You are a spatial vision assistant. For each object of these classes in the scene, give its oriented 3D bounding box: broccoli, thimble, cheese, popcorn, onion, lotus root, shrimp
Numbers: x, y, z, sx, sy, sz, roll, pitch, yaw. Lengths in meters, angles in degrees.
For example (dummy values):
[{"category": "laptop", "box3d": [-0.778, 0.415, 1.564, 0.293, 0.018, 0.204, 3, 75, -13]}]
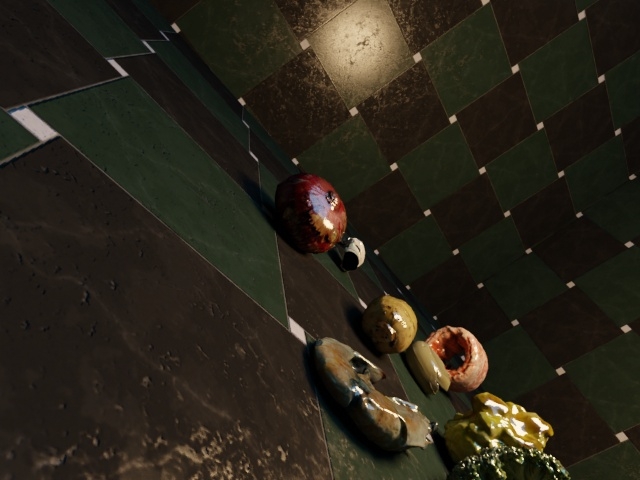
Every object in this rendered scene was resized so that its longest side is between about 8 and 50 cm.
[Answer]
[{"category": "broccoli", "box3d": [0.365, 0.544, 0.732, 0.361, 0.222, 0.251, -65, 141, -74]}, {"category": "thimble", "box3d": [0.523, 0.462, 1.600, 0.162, 0.239, 0.239, 43, 12, -38]}, {"category": "cheese", "box3d": [0.354, 0.424, 1.350, 0.175, 0.091, 0.202, 51, 11, -6]}, {"category": "popcorn", "box3d": [0.443, 0.499, 1.013, 0.236, 0.252, 0.206, 53, 3, -10]}, {"category": "onion", "box3d": [-0.025, -0.081, 1.185, 0.246, 0.190, 0.246, 44, 30, -34]}, {"category": "lotus root", "box3d": [0.201, 0.238, 1.189, 0.284, 0.146, 0.159, -6, 77, -71]}, {"category": "shrimp", "box3d": [0.109, 0.293, 0.776, 0.360, 0.085, 0.247, 41, 7, -33]}]

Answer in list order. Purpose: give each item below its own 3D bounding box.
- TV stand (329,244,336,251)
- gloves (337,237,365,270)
[{"category": "TV stand", "box3d": [0.000, 0.000, 1.453, 0.042, 0.036, 0.249, 54, 10, 26]}, {"category": "gloves", "box3d": [0.121, 0.049, 1.571, 0.212, 0.111, 0.127, -54, 125, -68]}]
